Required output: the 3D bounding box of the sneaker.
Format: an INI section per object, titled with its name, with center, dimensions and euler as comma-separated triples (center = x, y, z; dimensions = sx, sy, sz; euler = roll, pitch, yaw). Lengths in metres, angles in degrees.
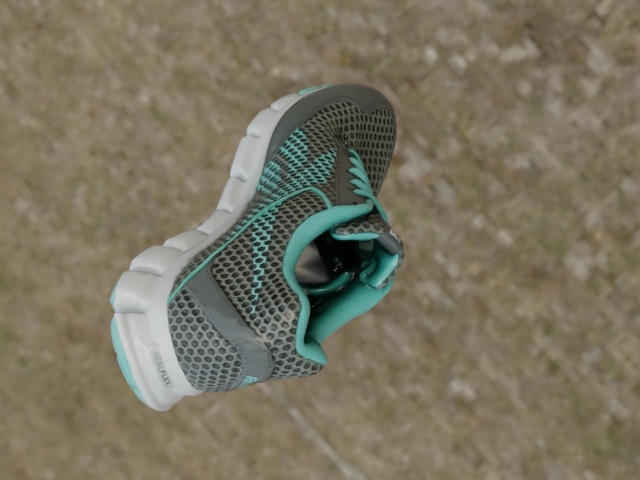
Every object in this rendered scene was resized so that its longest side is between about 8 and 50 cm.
[sneaker]
center = 0.000, 0.000, 0.633
dimensions = 0.076, 0.166, 0.065
euler = -3, 125, 32
